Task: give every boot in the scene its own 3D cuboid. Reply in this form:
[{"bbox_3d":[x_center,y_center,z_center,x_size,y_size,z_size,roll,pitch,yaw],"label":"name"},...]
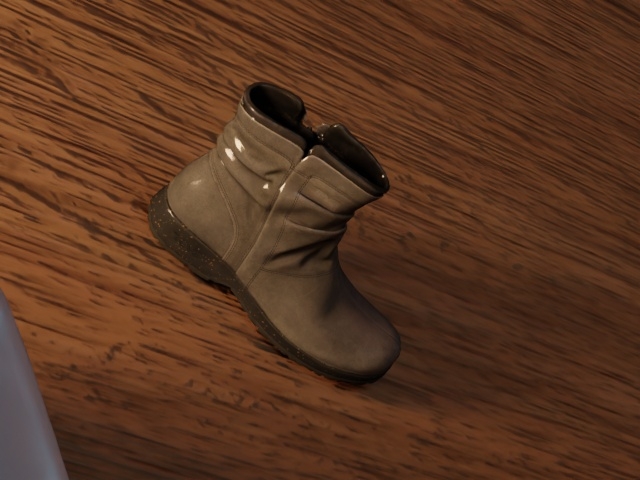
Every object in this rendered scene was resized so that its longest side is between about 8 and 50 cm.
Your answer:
[{"bbox_3d":[0.000,0.000,1.419,0.246,0.161,0.083,38,36,-16],"label":"boot"}]

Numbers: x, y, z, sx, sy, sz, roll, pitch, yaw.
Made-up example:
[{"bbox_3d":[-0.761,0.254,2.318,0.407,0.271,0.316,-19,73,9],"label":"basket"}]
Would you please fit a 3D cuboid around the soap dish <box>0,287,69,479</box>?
[{"bbox_3d":[-0.246,0.092,1.002,0.229,0.118,0.291,67,7,23],"label":"soap dish"}]
